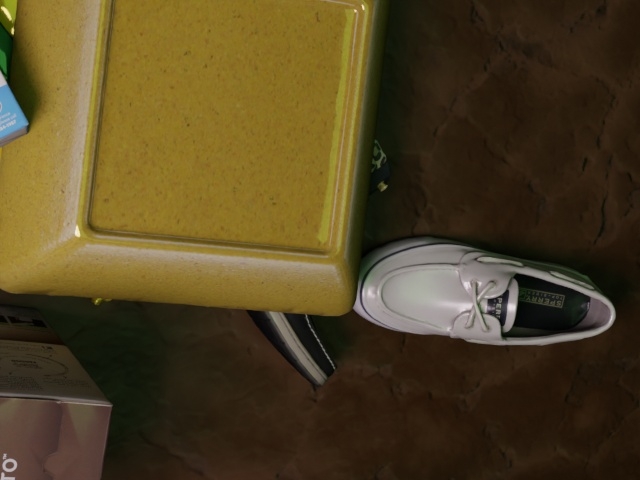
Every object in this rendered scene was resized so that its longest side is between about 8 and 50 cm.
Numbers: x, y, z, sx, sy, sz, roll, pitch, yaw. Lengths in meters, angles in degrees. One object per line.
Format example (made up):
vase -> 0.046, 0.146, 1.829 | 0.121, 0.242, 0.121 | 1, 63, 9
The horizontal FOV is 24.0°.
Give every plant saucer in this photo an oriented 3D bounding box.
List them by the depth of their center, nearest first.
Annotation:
plant saucer -> -0.088, -0.106, 1.254 | 0.333, 0.081, 0.332 | 5, 93, -23

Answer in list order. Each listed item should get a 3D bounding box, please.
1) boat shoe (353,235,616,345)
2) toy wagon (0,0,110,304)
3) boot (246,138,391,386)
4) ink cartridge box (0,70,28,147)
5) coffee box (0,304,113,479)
boat shoe -> 0.161, 0.059, 1.459 | 0.267, 0.088, 0.096 | 10, 97, -23
toy wagon -> -0.254, -0.084, 1.281 | 0.267, 0.068, 0.344 | -39, 111, -9
boot -> 0.000, -0.001, 1.386 | 0.178, 0.085, 0.236 | -34, 108, -13
ink cartridge box -> -0.312, -0.143, 1.160 | 0.104, 0.061, 0.181 | -28, 92, -11
coffee box -> -0.265, 0.162, 1.201 | 0.119, 0.297, 0.168 | 7, 98, -22
